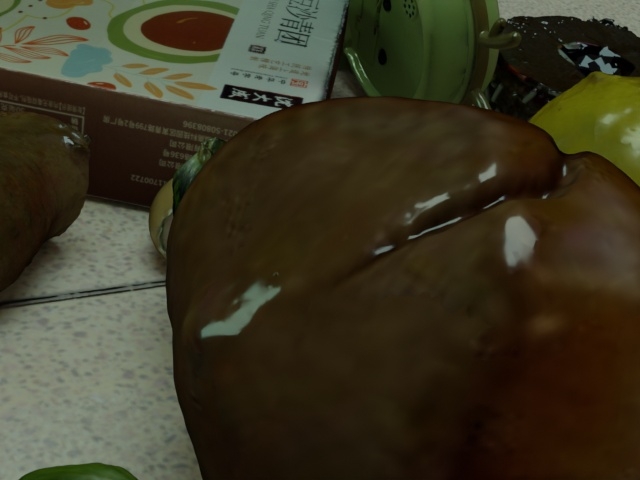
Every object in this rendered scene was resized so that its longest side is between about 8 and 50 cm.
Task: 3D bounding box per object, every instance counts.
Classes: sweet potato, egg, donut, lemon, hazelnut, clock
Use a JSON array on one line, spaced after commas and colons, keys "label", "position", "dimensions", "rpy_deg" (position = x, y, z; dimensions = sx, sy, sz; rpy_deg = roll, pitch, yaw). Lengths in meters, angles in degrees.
[{"label": "sweet potato", "position": [-0.303, 0.005, 0.947], "dimensions": [0.131, 0.131, 0.337], "rpy_deg": [20, 33, 14]}, {"label": "egg", "position": [-0.109, -0.021, 1.084], "dimensions": [0.080, 0.080, 0.096], "rpy_deg": [12, 30, 2]}, {"label": "donut", "position": [0.304, -0.173, 1.432], "dimensions": [0.269, 0.103, 0.270], "rpy_deg": [7, 34, -5]}, {"label": "lemon", "position": [0.267, -0.029, 1.070], "dimensions": [0.233, 0.234, 0.288], "rpy_deg": [27, 19, 24]}, {"label": "hazelnut", "position": [0.072, 0.068, 0.802], "dimensions": [0.372, 0.315, 0.372], "rpy_deg": [26, 11, -5]}, {"label": "clock", "position": [0.106, -0.239, 1.355], "dimensions": [0.096, 0.235, 0.308], "rpy_deg": [-15, 43, -25]}]

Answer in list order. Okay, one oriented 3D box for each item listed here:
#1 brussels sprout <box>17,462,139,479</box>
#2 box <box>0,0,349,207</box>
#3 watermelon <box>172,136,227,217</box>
[{"label": "brussels sprout", "position": [-0.137, 0.192, 0.686], "dimensions": [0.117, 0.155, 0.155], "rpy_deg": [-16, 41, -35]}, {"label": "box", "position": [-0.181, -0.173, 1.261], "dimensions": [0.385, 0.122, 0.344], "rpy_deg": [11, 31, 0]}, {"label": "watermelon", "position": [-0.018, -0.001, 1.017], "dimensions": [0.303, 0.159, 0.128], "rpy_deg": [8, 15, -41]}]
